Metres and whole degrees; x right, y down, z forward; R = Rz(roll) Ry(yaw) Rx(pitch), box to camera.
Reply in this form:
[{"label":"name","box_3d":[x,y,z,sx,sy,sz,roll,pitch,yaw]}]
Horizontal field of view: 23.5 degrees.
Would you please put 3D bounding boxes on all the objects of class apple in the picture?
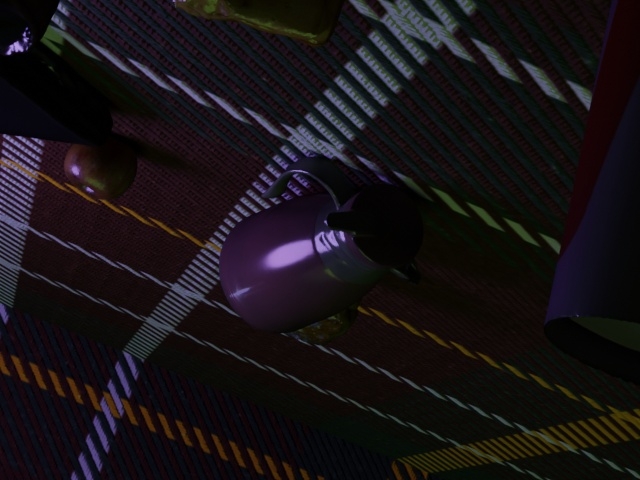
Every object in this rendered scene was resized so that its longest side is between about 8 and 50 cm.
[{"label":"apple","box_3d":[-0.257,-0.088,1.810,0.084,0.071,0.084,25,162,9]}]

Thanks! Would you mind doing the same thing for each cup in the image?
[{"label":"cup","box_3d":[0.224,-0.067,0.837,0.203,0.288,0.203,18,165,5]}]

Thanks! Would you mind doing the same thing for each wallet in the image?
[{"label":"wallet","box_3d":[-0.441,-0.190,1.714,0.406,0.062,0.228,11,163,34]}]

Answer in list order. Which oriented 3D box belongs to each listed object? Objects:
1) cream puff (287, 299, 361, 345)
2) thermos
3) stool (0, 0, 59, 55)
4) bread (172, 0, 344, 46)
[{"label":"cream puff","box_3d":[-0.007,0.057,1.937,0.146,0.116,0.146,15,139,14]},{"label":"thermos","box_3d":[0.000,0.000,1.684,0.176,0.146,0.265,49,150,-9]},{"label":"stool","box_3d":[-0.363,-0.183,1.243,0.272,0.179,0.272,18,166,5]},{"label":"bread","box_3d":[-0.044,-0.193,1.161,0.132,0.074,0.053,18,176,15]}]
